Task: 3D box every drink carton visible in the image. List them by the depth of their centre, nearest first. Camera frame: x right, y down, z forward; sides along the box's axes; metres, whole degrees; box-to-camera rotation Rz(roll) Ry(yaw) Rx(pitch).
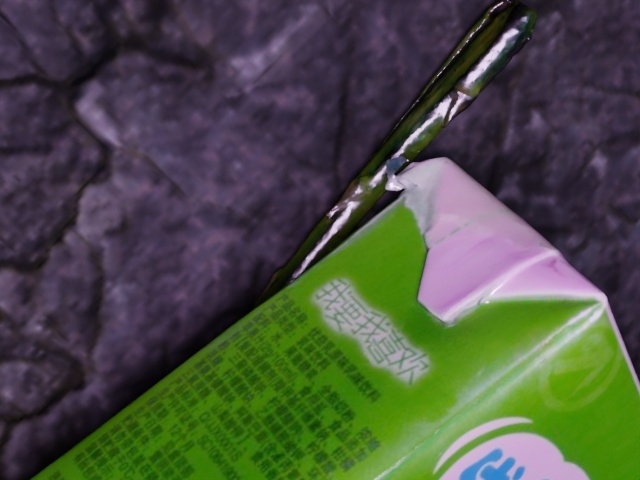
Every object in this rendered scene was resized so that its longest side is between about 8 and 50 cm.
[{"bbox_3d":[-0.009,0.114,0.690,0.271,0.108,0.161,-37,136,-9],"label":"drink carton"}]

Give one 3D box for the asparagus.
[{"bbox_3d":[0.000,0.000,0.710,0.023,0.022,0.233,42,91,12],"label":"asparagus"}]
